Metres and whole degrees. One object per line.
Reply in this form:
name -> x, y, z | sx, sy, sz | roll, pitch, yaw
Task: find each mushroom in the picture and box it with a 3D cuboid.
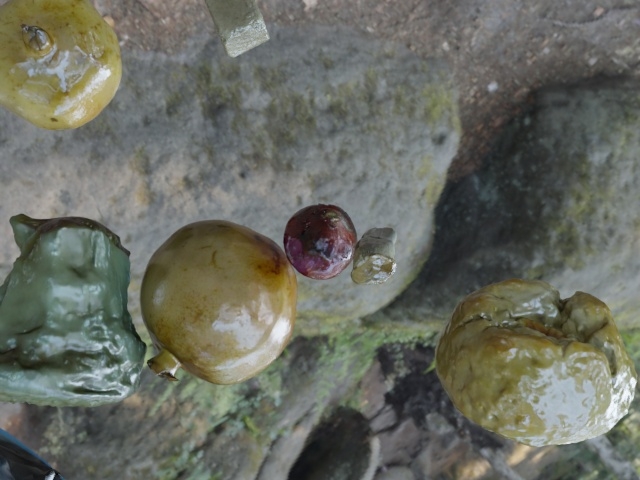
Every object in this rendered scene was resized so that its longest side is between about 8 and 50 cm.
mushroom -> 0.077, 0.015, 1.077 | 0.059, 0.202, 0.054 | 3, 104, 5

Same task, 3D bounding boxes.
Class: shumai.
shumai -> -0.465, 0.116, 1.328 | 0.397, 0.324, 0.323 | 19, 78, -69

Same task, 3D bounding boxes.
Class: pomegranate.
pomegranate -> -0.191, 0.123, 1.393 | 0.319, 0.319, 0.319 | -26, 148, -17
pomegranate -> -0.628, -0.420, 1.785 | 0.342, 0.342, 0.342 | -26, 148, -17

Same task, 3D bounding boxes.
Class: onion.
onion -> 0.000, 0.000, 1.291 | 0.131, 0.131, 0.131 | -26, 148, -17

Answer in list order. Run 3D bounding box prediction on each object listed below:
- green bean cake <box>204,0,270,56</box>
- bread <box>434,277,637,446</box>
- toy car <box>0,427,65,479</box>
green bean cake -> -0.196, -0.519, 1.757 | 0.109, 0.179, 0.085 | -22, 154, -1
bread -> 0.250, 0.127, 0.905 | 0.244, 0.244, 0.134 | -14, 122, -33
toy car -> -0.244, 0.185, 0.437 | 0.190, 0.255, 0.188 | 84, 26, -68
